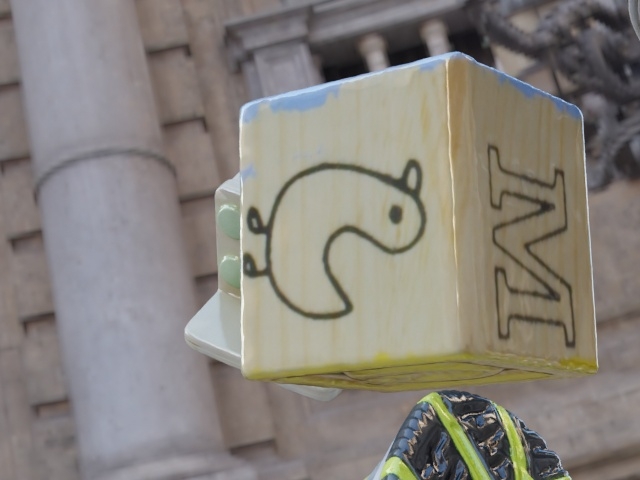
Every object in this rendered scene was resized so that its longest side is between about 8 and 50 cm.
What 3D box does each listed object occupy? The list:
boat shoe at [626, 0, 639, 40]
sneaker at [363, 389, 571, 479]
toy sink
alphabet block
[{"bbox_3d":[0.274,-0.255,1.160,0.112,0.095,0.335,-15,-60,39],"label":"boat shoe"},{"bbox_3d":[0.022,0.239,0.742,0.147,0.145,0.384,-56,-6,38],"label":"sneaker"},{"bbox_3d":[0.000,0.000,1.286,0.153,0.234,0.131,20,-47,23],"label":"toy sink"},{"bbox_3d":[0.069,0.000,1.041,0.192,0.197,0.193,-10,-14,36],"label":"alphabet block"}]
